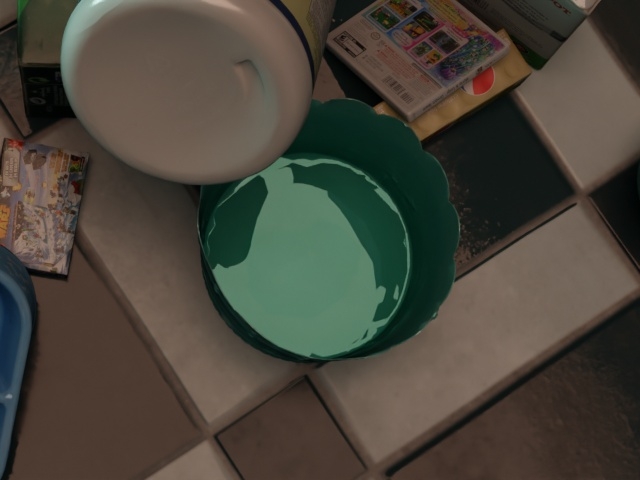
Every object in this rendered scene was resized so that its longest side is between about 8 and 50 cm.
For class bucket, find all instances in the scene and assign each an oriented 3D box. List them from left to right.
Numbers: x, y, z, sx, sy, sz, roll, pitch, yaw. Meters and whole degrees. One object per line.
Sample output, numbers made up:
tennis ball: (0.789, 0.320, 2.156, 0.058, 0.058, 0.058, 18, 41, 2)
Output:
bucket: (0.000, 0.000, 1.750, 0.281, 0.183, 0.281, 1, 80, -8)

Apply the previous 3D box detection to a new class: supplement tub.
supplement tub: (-0.104, -0.235, 1.632, 0.235, 0.235, 0.325, 17, 41, -5)

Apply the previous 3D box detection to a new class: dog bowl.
dog bowl: (-0.375, 0.143, 1.680, 0.166, 0.074, 0.297, 10, 96, -19)

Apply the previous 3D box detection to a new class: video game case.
video game case: (0.104, -0.215, 1.846, 0.143, 0.019, 0.157, -35, 56, -14)

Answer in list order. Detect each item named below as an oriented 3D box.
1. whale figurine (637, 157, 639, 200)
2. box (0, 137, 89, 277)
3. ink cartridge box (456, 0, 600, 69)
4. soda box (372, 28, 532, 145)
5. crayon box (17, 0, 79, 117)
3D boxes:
whale figurine: (0.467, -0.050, 1.867, 0.272, 0.141, 0.216, 22, 77, -29)
box: (-0.305, -0.035, 1.793, 0.094, 0.027, 0.137, 11, 79, -7)
ink cartridge box: (0.227, -0.287, 1.817, 0.153, 0.208, 0.087, 38, 77, 0)
soda box: (0.140, -0.160, 1.860, 0.181, 0.058, 0.061, -32, 86, -12)
crayon box: (-0.274, -0.306, 1.757, 0.081, 0.202, 0.319, 1, 79, -8)
